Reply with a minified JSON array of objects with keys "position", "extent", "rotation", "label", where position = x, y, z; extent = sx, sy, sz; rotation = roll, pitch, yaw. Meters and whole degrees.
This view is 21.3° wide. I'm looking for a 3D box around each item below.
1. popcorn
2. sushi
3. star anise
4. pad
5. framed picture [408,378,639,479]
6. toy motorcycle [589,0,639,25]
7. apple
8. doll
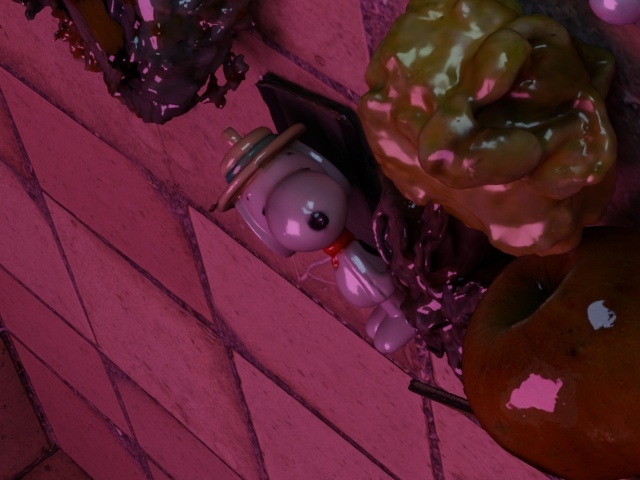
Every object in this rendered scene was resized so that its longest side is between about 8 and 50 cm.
[{"position":[0.146,-0.103,1.454],"extent":[0.256,0.195,0.255],"rotation":[57,167,-12],"label":"popcorn"},{"position":[-0.230,-0.304,1.874],"extent":[0.417,0.176,0.417],"rotation":[42,156,23],"label":"sushi"},{"position":[0.155,0.064,1.751],"extent":[0.331,0.117,0.331],"rotation":[55,170,14],"label":"star anise"},{"position":[0.014,-0.078,1.960],"extent":[0.174,0.022,0.233],"rotation":[26,148,45],"label":"pad"},{"position":[0.276,0.223,1.744],"extent":[0.255,0.014,0.339],"rotation":[26,174,-34],"label":"framed picture"},{"position":[0.243,-0.194,1.132],"extent":[0.260,0.171,0.110],"rotation":[54,160,2],"label":"toy motorcycle"},{"position":[0.250,0.107,1.507],"extent":[0.207,0.237,0.237],"rotation":[47,161,-23],"label":"apple"},{"position":[-0.001,-0.002,1.908],"extent":[0.271,0.144,0.208],"rotation":[48,-179,-41],"label":"doll"}]
